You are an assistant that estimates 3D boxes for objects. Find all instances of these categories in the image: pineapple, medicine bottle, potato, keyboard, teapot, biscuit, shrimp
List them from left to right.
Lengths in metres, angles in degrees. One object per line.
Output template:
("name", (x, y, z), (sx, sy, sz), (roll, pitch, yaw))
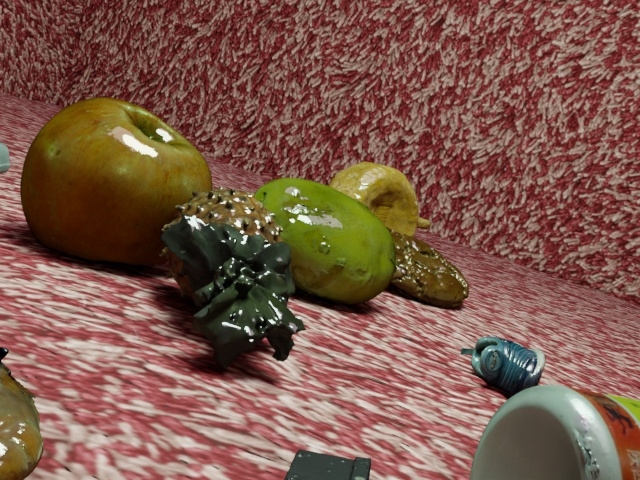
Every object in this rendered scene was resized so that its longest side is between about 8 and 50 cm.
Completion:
("shrimp", (-0.212, 0.104, 0.516), (0.101, 0.042, 0.190), (8, 10, -13))
("pineapple", (-0.102, 0.034, 0.933), (0.170, 0.141, 0.310), (44, 5, -20))
("keyboard", (-0.001, 0.175, 0.562), (0.060, 0.018, 0.195), (11, 6, 7))
("potato", (0.000, 0.000, 1.287), (0.253, 0.148, 0.186), (17, 16, -27))
("teapot", (0.086, -0.053, 1.735), (0.311, 0.203, 0.167), (5, 5, -40))
("biscuit", (0.175, 0.044, 1.589), (0.226, 0.042, 0.226), (26, 23, -12))
("medicine bottle", (0.219, 0.177, 0.564), (0.225, 0.139, 0.139), (14, 8, -22))

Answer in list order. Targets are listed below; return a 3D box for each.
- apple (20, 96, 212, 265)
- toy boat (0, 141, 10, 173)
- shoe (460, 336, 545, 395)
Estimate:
("apple", (-0.264, -0.064, 1.122), (0.237, 0.207, 0.237), (30, 18, -11))
("toy boat", (-0.516, -0.086, 1.131), (0.078, 0.085, 0.260), (19, 19, 21))
("shoe", (0.225, 0.151, 1.064), (0.071, 0.064, 0.143), (16, 5, -12))
